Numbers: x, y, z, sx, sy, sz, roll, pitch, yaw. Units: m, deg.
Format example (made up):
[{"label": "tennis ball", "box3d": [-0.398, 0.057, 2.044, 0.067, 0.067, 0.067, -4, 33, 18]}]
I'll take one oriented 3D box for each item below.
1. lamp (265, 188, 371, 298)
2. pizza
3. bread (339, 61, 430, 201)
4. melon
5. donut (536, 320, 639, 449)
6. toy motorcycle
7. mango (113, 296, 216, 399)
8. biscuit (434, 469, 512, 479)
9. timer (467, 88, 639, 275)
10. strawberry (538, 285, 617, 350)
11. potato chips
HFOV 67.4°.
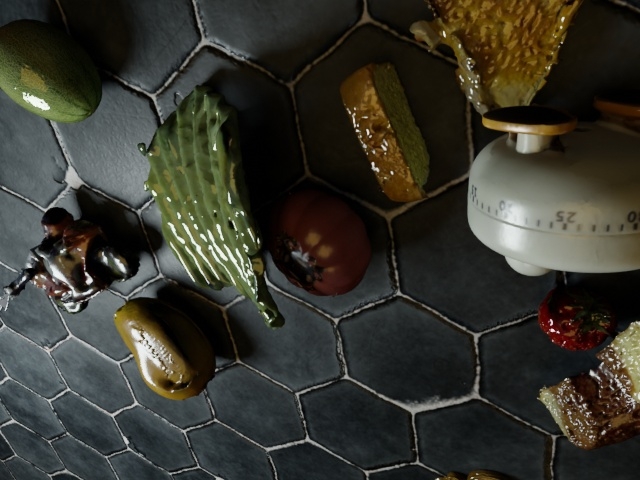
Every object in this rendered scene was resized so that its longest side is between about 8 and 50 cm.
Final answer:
[{"label": "lamp", "box3d": [0.000, 0.000, 0.753, 0.182, 0.140, 0.182, 27, 139, 26]}, {"label": "pizza", "box3d": [0.197, -0.271, 0.544, 0.189, 0.071, 0.297, -26, 110, 20]}, {"label": "bread", "box3d": [0.092, -0.144, 0.642, 0.065, 0.103, 0.187, -20, 112, 31]}, {"label": "melon", "box3d": [-0.444, -0.274, 0.769, 0.192, 0.139, 0.139, 41, 126, -9]}, {"label": "donut", "box3d": [0.448, 0.208, 0.670, 0.151, 0.112, 0.295, -3, 146, -9]}, {"label": "toy motorcycle", "box3d": [-0.558, 0.062, 1.023, 0.400, 0.134, 0.207, -29, 104, 32]}, {"label": "mango", "box3d": [-0.331, 0.224, 1.016, 0.249, 0.156, 0.151, 45, 162, -6]}, {"label": "biscuit", "box3d": [0.324, 0.524, 0.989, 0.175, 0.026, 0.124, -16, 111, 30]}, {"label": "timer", "box3d": [0.286, -0.035, 0.548, 0.233, 0.233, 0.240, 3, 117, 21]}, {"label": "strawberry", "box3d": [0.364, 0.115, 0.688, 0.106, 0.106, 0.106, 11, 122, 17]}, {"label": "potato chips", "box3d": [-0.172, -0.044, 0.779, 0.373, 0.097, 0.390, 22, 128, 46]}]
